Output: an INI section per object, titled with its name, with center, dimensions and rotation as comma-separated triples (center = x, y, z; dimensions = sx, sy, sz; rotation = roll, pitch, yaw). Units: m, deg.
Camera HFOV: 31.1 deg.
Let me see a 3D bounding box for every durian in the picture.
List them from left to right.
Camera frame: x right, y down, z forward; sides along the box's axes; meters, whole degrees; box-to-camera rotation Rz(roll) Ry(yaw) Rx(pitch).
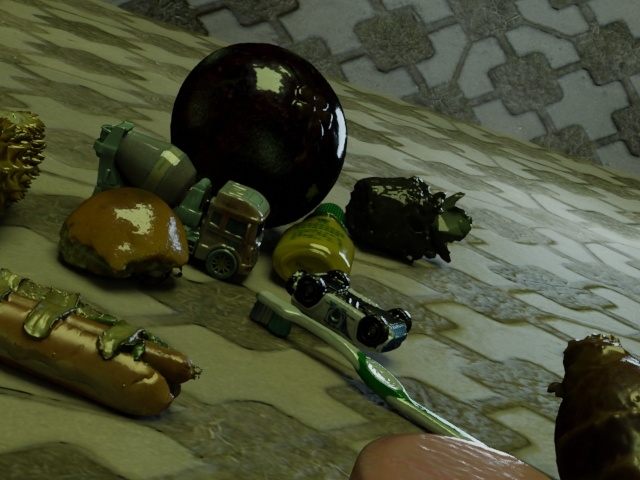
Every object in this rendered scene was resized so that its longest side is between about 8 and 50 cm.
[durian]
center = -0.427, -0.092, 1.414
dimensions = 0.138, 0.183, 0.250
rotation = 55, 8, -12

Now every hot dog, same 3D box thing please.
[hot dog]
center = -0.246, 0.096, 1.131
dimensions = 0.269, 0.072, 0.109
rotation = 20, 19, 3

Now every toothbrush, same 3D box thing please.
[toothbrush]
center = 0.079, 0.168, 1.342
dimensions = 0.418, 0.040, 0.042
rotation = 30, 17, 27

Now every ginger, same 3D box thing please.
[ginger]
center = 0.370, 0.208, 1.150
dimensions = 0.152, 0.274, 0.357
rotation = 26, -1, -38

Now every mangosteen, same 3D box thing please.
[mangosteen]
center = -0.102, -0.151, 1.714
dimensions = 0.288, 0.288, 0.288
rotation = 19, 17, -6

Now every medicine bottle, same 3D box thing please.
[medicine bottle]
center = 0.000, 0.000, 1.713
dimensions = 0.111, 0.076, 0.309
rotation = 17, 17, 1

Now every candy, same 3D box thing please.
[candy]
center = 0.135, 0.262, 1.020
dimensions = 0.255, 0.094, 0.255
rotation = 18, 17, -6

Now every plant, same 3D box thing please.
[plant]
center = 0.148, -0.037, 1.926
dimensions = 0.203, 0.142, 0.131
rotation = 2, 13, -25

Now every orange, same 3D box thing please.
[orange]
center = -0.237, -0.009, 1.424
dimensions = 0.160, 0.112, 0.170
rotation = 19, 5, -6

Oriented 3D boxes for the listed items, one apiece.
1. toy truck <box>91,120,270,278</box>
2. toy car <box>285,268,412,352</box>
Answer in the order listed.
[toy truck]
center = -0.192, -0.057, 1.552
dimensions = 0.256, 0.140, 0.108
rotation = 21, 16, 2
[toy car]
center = 0.029, 0.092, 1.469
dimensions = 0.170, 0.070, 0.080
rotation = 31, 19, 25
